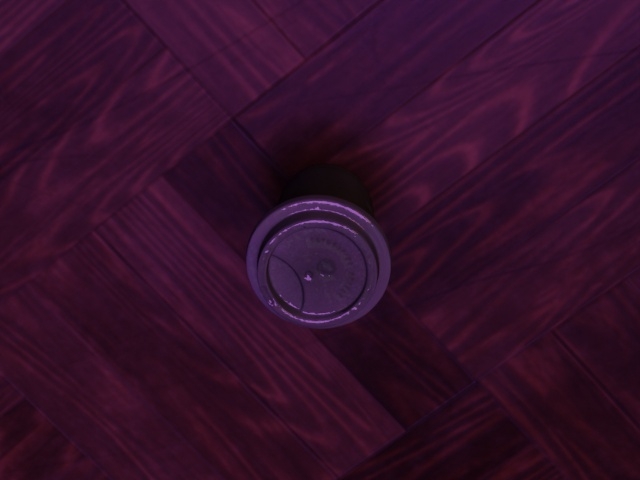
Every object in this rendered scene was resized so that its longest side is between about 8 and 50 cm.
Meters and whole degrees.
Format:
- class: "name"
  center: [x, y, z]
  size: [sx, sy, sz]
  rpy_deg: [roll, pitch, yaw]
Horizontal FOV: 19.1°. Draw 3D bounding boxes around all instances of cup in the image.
- class: "cup"
  center: [0.000, 0.000, 1.594]
  size: [0.120, 0.141, 0.120]
  rpy_deg: [1, 113, 2]
